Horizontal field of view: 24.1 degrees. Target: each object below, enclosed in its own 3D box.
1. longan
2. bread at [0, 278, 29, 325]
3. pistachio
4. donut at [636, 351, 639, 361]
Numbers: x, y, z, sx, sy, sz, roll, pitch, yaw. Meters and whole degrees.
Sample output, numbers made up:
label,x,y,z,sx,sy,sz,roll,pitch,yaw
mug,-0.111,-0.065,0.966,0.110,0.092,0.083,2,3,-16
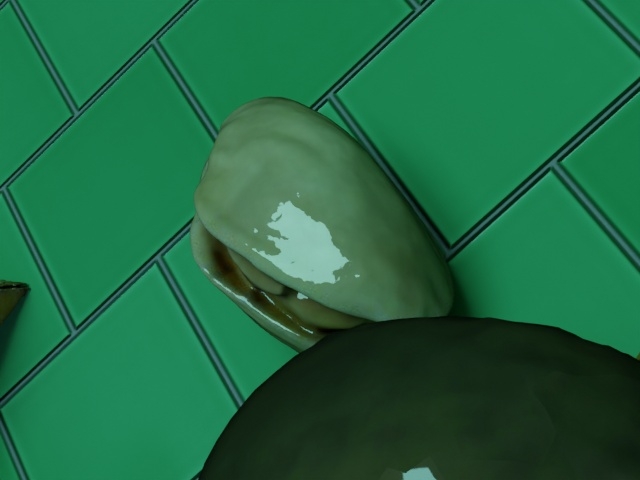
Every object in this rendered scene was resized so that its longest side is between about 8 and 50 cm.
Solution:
label,x,y,z,sx,sy,sz,roll,pitch,yaw
longan,0.093,0.250,1.007,0.436,0.404,0.404,-7,59,68
bread,-0.469,0.176,1.630,0.248,0.279,0.315,11,106,34
pistachio,0.000,0.000,1.351,0.318,0.214,0.193,46,141,31
donut,0.353,0.102,1.094,0.295,0.112,0.151,10,76,36
